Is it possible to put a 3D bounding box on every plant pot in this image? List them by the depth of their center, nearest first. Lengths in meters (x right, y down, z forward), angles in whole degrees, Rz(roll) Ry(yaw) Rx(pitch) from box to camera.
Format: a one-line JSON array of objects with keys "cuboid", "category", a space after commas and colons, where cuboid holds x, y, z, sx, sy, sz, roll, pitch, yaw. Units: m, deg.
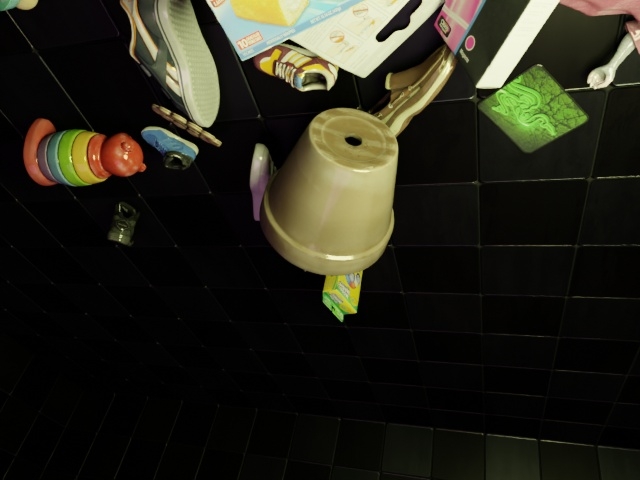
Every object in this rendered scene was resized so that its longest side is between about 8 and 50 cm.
[{"cuboid": [0.038, -0.130, 1.133, 0.323, 0.323, 0.280, 16, 141, -2], "category": "plant pot"}]

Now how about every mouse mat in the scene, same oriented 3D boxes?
[{"cuboid": [0.450, -0.272, 1.073, 0.190, 0.007, 0.153, 34, 139, -23], "category": "mouse mat"}]

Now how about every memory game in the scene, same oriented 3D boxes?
[{"cuboid": [-0.322, -0.276, 1.222, 0.186, 0.012, 0.186, 28, 179, 1], "category": "memory game"}]

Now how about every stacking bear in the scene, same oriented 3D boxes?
[{"cuboid": [-0.617, -0.227, 1.359, 0.289, 0.164, 0.175, 0, 141, 11], "category": "stacking bear"}]

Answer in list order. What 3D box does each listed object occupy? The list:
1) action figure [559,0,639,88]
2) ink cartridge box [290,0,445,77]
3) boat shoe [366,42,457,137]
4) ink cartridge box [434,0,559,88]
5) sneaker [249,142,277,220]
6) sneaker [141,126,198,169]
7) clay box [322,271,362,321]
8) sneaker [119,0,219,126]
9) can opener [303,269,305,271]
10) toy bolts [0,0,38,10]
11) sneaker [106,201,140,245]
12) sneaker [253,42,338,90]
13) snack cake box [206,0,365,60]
[{"cuboid": [0.548, -0.387, 0.804, 0.370, 0.248, 0.275, 21, 103, -26], "category": "action figure"}, {"cuboid": [0.027, -0.490, 0.898, 0.385, 0.091, 0.308, 17, 146, -32], "category": "ink cartridge box"}, {"cuboid": [0.176, -0.311, 1.043, 0.095, 0.095, 0.257, 30, 141, -10], "category": "boat shoe"}, {"cuboid": [0.311, -0.434, 0.770, 0.069, 0.175, 0.371, -6, 148, -24], "category": "ink cartridge box"}, {"cuboid": [-0.122, -0.152, 1.345, 0.123, 0.105, 0.290, 4, 151, 0], "category": "sneaker"}, {"cuboid": [-0.406, -0.238, 1.326, 0.152, 0.084, 0.058, 24, 142, -12], "category": "sneaker"}, {"cuboid": [0.070, 0.120, 1.515, 0.053, 0.222, 0.127, -15, 135, 29], "category": "clay box"}, {"cuboid": [-0.312, -0.386, 1.077, 0.128, 0.126, 0.321, 11, 144, 15], "category": "sneaker"}, {"cuboid": [0.000, 0.000, 1.531, 0.095, 0.076, 0.283, -6, 151, -28], "category": "can opener"}, {"cuboid": [-0.708, -0.540, 1.041, 0.229, 0.158, 0.218, 9, 103, 23], "category": "toy bolts"}, {"cuboid": [-0.642, -0.051, 1.654, 0.087, 0.130, 0.227, 21, 170, -16], "category": "sneaker"}, {"cuboid": [-0.057, -0.359, 1.060, 0.186, 0.083, 0.069, 8, 142, 8], "category": "sneaker"}, {"cuboid": [-0.045, -0.415, 0.782, 0.264, 0.089, 0.152, -20, 133, 16], "category": "snack cake box"}]
